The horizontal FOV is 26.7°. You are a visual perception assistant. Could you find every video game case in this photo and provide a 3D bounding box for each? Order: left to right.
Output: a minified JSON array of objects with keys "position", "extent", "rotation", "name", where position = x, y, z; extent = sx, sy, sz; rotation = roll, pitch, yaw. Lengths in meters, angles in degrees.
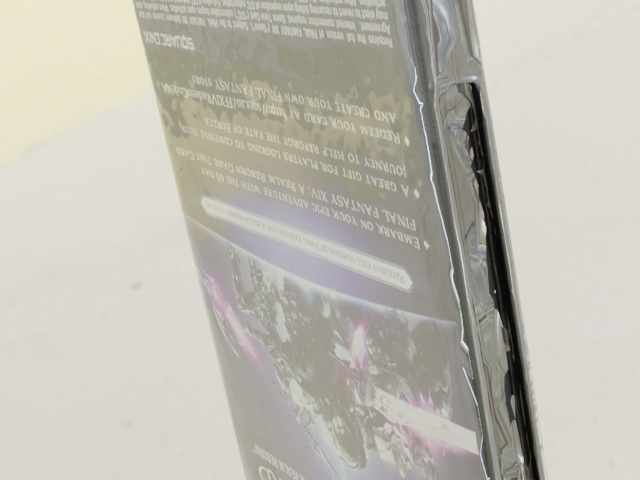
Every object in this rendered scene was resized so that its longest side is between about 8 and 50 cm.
[{"position":[0.000,0.000,0.465],"extent":[0.026,0.274,0.196],"rotation":[-22,-159,-25],"name":"video game case"}]
